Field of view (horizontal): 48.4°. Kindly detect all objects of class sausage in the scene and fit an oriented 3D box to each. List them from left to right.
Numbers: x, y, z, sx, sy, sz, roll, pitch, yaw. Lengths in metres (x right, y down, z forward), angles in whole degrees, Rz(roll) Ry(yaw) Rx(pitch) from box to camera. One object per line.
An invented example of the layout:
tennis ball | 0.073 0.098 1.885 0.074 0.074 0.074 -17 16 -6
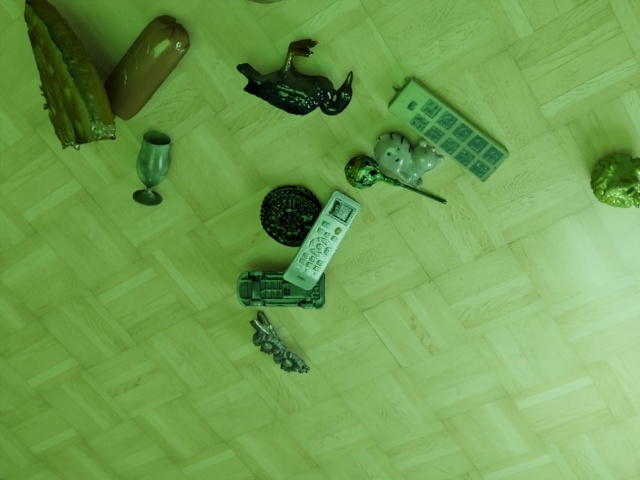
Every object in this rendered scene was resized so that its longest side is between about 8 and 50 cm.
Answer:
sausage | -0.460 -0.455 1.873 0.121 0.121 0.304 40 117 -13

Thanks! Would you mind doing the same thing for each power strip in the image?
power strip | 0.331 -0.293 1.872 0.367 0.043 0.106 35 118 -10

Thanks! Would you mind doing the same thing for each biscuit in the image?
biscuit | -0.083 -0.069 2.065 0.194 0.053 0.195 4 120 7

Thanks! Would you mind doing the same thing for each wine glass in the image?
wine glass | -0.480 -0.205 2.035 0.092 0.093 0.202 19 121 -1

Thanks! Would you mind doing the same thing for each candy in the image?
candy | 0.209 -0.150 1.962 0.305 0.083 0.091 21 84 -11

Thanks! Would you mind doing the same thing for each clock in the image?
clock | 0.232 -0.232 1.902 0.176 0.080 0.117 34 120 -11

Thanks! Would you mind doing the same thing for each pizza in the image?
pizza | -0.663 -0.393 1.911 0.440 0.130 0.406 61 151 11

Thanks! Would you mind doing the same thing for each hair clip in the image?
hair clip | -0.136 0.345 2.302 0.106 0.085 0.292 -19 120 39

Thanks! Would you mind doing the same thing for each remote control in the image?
remote control | 0.001 0.000 2.031 0.103 0.051 0.293 28 97 -29

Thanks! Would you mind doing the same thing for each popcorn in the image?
popcorn | 0.769 -0.153 1.837 0.135 0.162 0.142 6 100 46

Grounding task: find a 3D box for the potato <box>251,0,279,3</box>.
potato | -0.124 -0.644 1.704 0.234 0.128 0.161 12 125 -3

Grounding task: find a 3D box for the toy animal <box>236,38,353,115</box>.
toy animal | -0.065 -0.410 1.828 0.298 0.122 0.186 -2 123 1

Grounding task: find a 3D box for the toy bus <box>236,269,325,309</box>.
toy bus | -0.112 0.145 2.142 0.264 0.120 0.122 -1 90 7
